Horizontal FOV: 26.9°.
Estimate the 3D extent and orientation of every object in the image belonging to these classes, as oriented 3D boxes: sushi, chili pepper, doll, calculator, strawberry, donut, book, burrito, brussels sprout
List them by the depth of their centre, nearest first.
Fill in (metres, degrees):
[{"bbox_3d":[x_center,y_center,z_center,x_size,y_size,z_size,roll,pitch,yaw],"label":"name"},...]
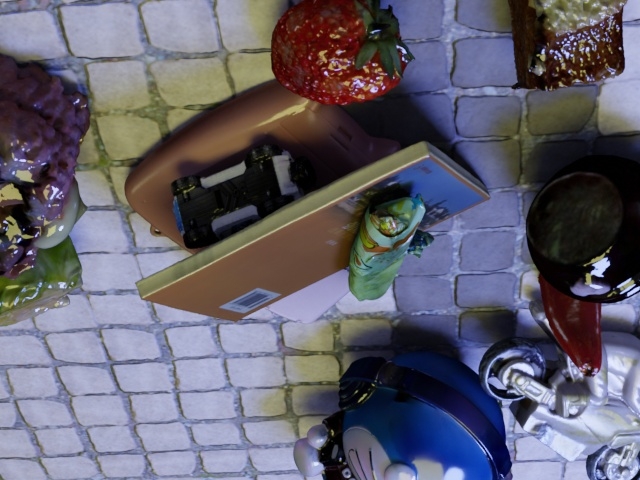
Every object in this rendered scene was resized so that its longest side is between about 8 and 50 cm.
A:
[{"bbox_3d":[0.248,-0.238,1.360,0.126,0.144,0.186,-6,110,-1],"label":"donut"},{"bbox_3d":[0.013,-0.196,1.397,0.148,0.131,0.131,-25,135,16],"label":"strawberry"},{"bbox_3d":[-0.375,-0.070,1.511,0.236,0.171,0.270,25,129,-27],"label":"sushi"},{"bbox_3d":[0.087,0.006,1.574,0.104,0.054,0.288,-20,163,-14],"label":"burrito"},{"bbox_3d":[0.000,0.000,1.575,0.374,0.028,0.262,-27,161,15],"label":"book"},{"bbox_3d":[-0.080,-0.071,1.603,0.330,0.048,0.220,-27,134,28],"label":"calculator"},{"bbox_3d":[-0.384,0.037,1.684,0.149,0.122,0.151,-27,169,38],"label":"brussels sprout"},{"bbox_3d":[0.333,0.105,1.722,0.088,0.169,0.065,-21,138,20],"label":"chili pepper"},{"bbox_3d":[-0.013,0.054,1.765,0.100,0.032,0.175,25,134,-26],"label":"calculator"},{"bbox_3d":[0.125,0.289,1.902,0.284,0.240,0.310,40,148,-5],"label":"doll"}]

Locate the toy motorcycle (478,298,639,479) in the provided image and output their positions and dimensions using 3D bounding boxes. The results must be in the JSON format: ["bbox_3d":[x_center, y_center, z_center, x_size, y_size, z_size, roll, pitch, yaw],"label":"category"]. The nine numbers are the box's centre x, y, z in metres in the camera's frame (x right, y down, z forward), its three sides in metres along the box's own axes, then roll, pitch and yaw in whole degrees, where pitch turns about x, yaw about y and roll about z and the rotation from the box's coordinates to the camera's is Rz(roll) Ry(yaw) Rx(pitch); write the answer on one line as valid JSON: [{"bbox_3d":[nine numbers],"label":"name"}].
[{"bbox_3d":[0.382,0.205,1.863,0.341,0.108,0.223,37,103,-25],"label":"toy motorcycle"}]

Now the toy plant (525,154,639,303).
[{"bbox_3d":[0.351,-0.012,1.598,0.218,0.175,0.235,-15,166,27],"label":"toy plant"}]

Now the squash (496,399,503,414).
[{"bbox_3d":[0.200,0.326,2.066,0.071,0.080,0.318,-18,160,-44],"label":"squash"}]

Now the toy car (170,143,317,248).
[{"bbox_3d":[-0.086,-0.050,1.529,0.171,0.080,0.070,-20,164,17],"label":"toy car"}]
